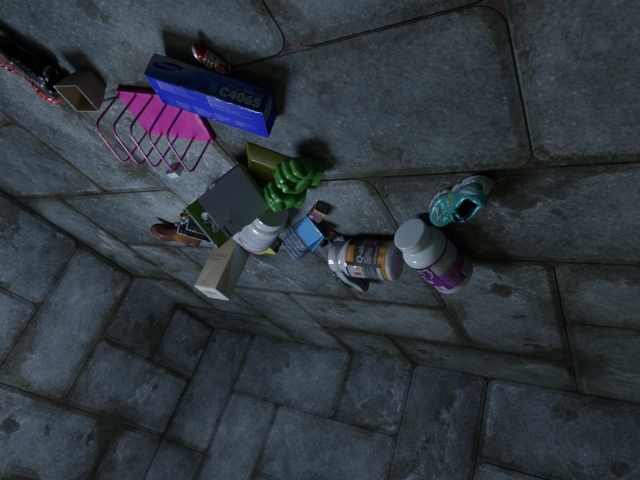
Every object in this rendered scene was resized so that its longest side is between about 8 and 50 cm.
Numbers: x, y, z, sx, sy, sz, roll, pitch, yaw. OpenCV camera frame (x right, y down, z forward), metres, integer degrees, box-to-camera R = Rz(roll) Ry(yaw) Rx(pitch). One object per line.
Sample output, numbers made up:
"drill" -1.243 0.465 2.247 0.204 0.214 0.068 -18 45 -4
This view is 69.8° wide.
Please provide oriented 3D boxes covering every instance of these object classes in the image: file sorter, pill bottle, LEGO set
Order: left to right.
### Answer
"file sorter" -0.544 -0.356 1.515 0.290 0.182 0.202 11 152 18
"LEGO set" -0.438 -0.123 1.809 0.192 0.255 0.331 19 167 -37
"pill bottle" -0.235 -0.065 1.877 0.160 0.160 0.283 26 154 -11
"file sorter" -0.077 -0.007 1.891 0.118 0.104 0.170 52 154 6
"pill bottle" 0.182 0.072 1.841 0.278 0.162 0.162 3 149 30
"pill bottle" 0.400 0.053 1.640 0.301 0.169 0.169 38 149 -31

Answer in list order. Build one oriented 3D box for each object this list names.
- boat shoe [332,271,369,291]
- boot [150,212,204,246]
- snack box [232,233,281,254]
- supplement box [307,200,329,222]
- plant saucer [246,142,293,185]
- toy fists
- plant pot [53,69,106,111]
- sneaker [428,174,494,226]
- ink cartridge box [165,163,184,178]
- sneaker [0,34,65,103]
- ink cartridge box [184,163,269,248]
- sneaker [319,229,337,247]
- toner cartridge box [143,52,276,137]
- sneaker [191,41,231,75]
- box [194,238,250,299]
"boat shoe" 0.109 0.153 2.092 0.119 0.121 0.335 -2 148 30
"boot" -0.711 -0.062 2.297 0.264 0.096 0.280 26 153 -11
"snack box" -0.313 -0.014 2.134 0.174 0.070 0.207 -3 144 40
"supplement box" -0.008 -0.109 1.764 0.055 0.043 0.083 26 153 -12
"plant saucer" -0.181 -0.245 1.624 0.188 0.045 0.188 19 154 1
"toy fists" -0.101 -0.185 1.548 0.142 0.096 0.279 3 155 -24
"plant pot" -0.775 -0.497 1.504 0.109 0.096 0.109 9 152 25
"sneaker" 0.414 -0.103 1.400 0.107 0.110 0.275 25 154 -9
"ink cartridge box" -0.579 -0.278 1.839 0.083 0.048 0.028 -2 147 38
"sneaker" -0.939 -0.566 1.489 0.135 0.098 0.276 -1 149 37
"ink cartridge box" -0.332 -0.122 1.632 0.189 0.255 0.097 54 162 -17
"sneaker" 0.000 0.000 1.941 0.061 0.065 0.158 36 150 -29
"toner cartridge box" -0.307 -0.411 1.320 0.348 0.075 0.165 19 168 3
"sneaker" -0.289 -0.489 1.236 0.067 0.042 0.118 8 159 32
"box" -0.461 0.119 2.218 0.148 0.311 0.121 2 149 31
